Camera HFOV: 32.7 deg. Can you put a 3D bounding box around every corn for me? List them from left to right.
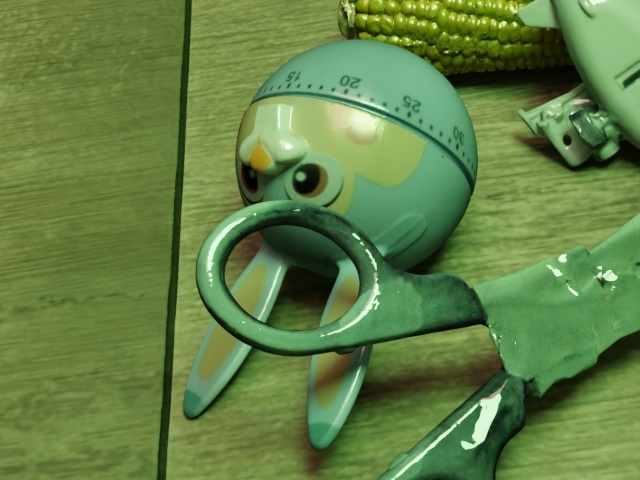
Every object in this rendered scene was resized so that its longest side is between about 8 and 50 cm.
[{"bbox_3d":[0.160,-0.177,0.844,0.293,0.106,0.106,-1,49,8],"label":"corn"}]

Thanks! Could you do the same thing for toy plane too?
[{"bbox_3d":[0.215,-0.129,0.761,0.174,0.174,0.080,0,20,11],"label":"toy plane"}]

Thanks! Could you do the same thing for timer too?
[{"bbox_3d":[-0.004,-0.020,0.688,0.175,0.175,0.255,22,53,27],"label":"timer"}]

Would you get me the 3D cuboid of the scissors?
[{"bbox_3d":[0.138,0.037,0.633,0.384,0.029,0.256,-25,83,-17],"label":"scissors"}]
